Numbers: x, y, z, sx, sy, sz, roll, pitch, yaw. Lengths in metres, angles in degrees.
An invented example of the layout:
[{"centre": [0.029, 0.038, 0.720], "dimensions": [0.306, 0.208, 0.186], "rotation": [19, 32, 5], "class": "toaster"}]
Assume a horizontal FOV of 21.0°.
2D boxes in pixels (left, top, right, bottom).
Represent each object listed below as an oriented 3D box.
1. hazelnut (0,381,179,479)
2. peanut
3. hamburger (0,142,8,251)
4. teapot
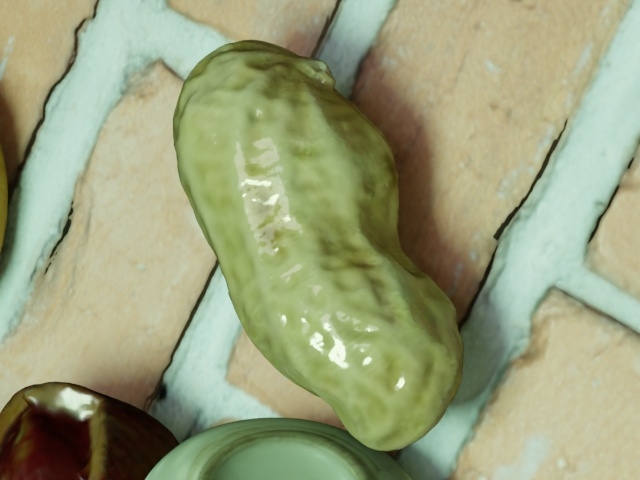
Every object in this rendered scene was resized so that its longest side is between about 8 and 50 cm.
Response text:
[{"centre": [-0.184, 0.199, 1.293], "dimensions": [0.201, 0.160, 0.170], "rotation": [1, 71, 39], "class": "hazelnut"}, {"centre": [0.000, 0.000, 1.210], "dimensions": [0.153, 0.140, 0.325], "rotation": [-34, 66, 9], "class": "peanut"}, {"centre": [-0.343, -0.059, 1.462], "dimensions": [0.156, 0.144, 0.283], "rotation": [-28, 72, 22], "class": "hamburger"}, {"centre": [-0.082, 0.230, 1.158], "dimensions": [0.220, 0.318, 0.149], "rotation": [-101, 11, -54], "class": "teapot"}]
